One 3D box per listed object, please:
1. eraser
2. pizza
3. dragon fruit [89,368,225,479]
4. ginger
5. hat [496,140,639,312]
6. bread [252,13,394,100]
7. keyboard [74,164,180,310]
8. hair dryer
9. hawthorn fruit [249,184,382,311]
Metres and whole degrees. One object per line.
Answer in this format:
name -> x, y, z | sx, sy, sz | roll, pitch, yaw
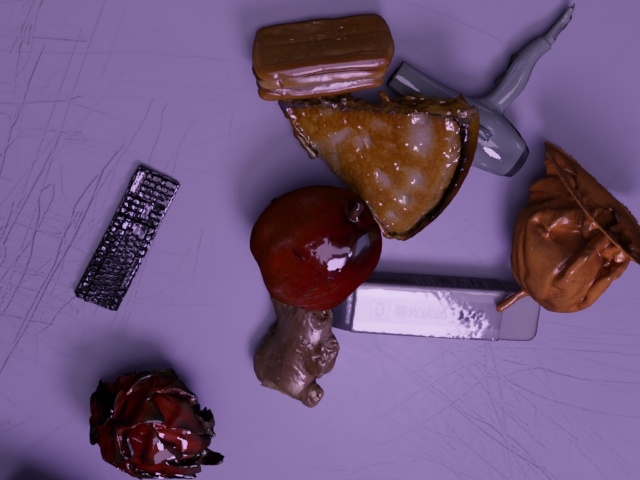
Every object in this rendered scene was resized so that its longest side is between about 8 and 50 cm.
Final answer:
eraser -> 0.162, 0.101, 1.767 | 0.351, 0.061, 0.089 | 3, 109, -8
pizza -> 0.086, -0.112, 1.668 | 0.287, 0.074, 0.251 | 11, 128, 17
dragon fruit -> -0.255, 0.277, 1.729 | 0.188, 0.182, 0.182 | -15, 110, 5
ginger -> -0.032, 0.145, 1.743 | 0.137, 0.074, 0.213 | 13, 101, 21
hat -> 0.335, 0.023, 1.693 | 0.244, 0.233, 0.233 | 44, 112, 0
bread -> 0.003, -0.255, 1.604 | 0.200, 0.116, 0.077 | -7, 129, -1
keyboard -> -0.288, 0.001, 1.706 | 0.072, 0.023, 0.231 | 25, 105, -16
hair dryer -> 0.222, -0.247, 1.659 | 0.229, 0.092, 0.267 | 17, 93, -5
hawthorn fruit -> 0.000, 0.000, 1.638 | 0.185, 0.185, 0.202 | 35, 137, -16
